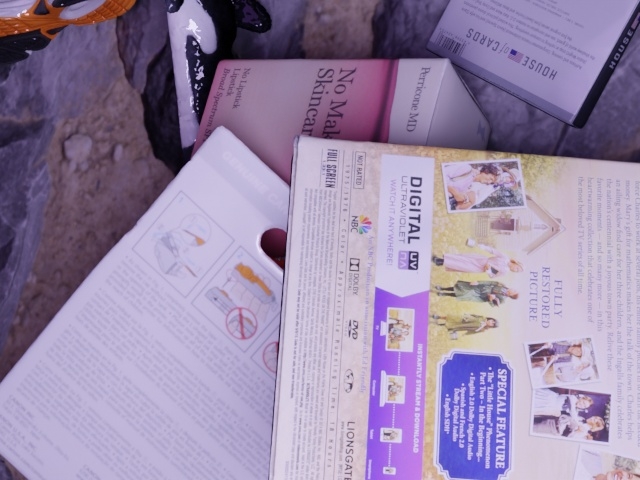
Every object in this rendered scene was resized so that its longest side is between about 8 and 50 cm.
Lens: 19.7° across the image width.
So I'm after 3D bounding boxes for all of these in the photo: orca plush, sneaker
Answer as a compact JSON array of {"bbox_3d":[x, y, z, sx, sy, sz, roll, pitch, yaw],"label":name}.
[{"bbox_3d":[-0.099,-0.209,1.833,0.102,0.151,0.287,-6,71,-1],"label":"orca plush"},{"bbox_3d":[-0.312,-0.278,1.996,0.262,0.099,0.121,-16,63,21],"label":"sneaker"}]

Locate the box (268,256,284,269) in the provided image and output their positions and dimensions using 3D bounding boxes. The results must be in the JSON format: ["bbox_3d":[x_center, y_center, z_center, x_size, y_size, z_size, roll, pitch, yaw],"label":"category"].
[{"bbox_3d":[0.000,0.000,1.745,0.232,0.058,0.087,27,90,33],"label":"box"}]

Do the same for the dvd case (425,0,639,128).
[{"bbox_3d":[0.220,-0.243,1.678,0.179,0.029,0.238,32,98,33],"label":"dvd case"}]

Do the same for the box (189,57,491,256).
[{"bbox_3d":[0.016,-0.072,1.653,0.232,0.127,0.148,2,64,27],"label":"box"}]

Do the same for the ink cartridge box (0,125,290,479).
[{"bbox_3d":[-0.086,0.129,1.662,0.308,0.091,0.385,42,109,4],"label":"ink cartridge box"}]

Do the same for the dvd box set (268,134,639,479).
[{"bbox_3d":[0.176,0.077,1.451,0.421,0.062,0.307,4,66,-2],"label":"dvd box set"}]
